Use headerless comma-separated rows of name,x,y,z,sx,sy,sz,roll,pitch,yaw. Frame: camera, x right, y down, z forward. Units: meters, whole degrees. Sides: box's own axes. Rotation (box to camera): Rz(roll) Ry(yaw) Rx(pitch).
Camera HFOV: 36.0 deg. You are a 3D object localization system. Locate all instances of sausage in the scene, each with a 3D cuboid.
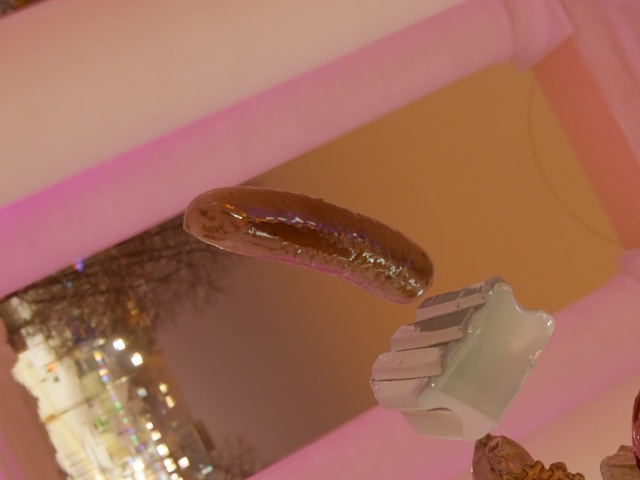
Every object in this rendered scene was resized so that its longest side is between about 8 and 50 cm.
sausage,0.001,-0.002,1.706,0.136,0.501,0.123,-57,-146,23

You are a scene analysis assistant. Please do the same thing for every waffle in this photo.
waffle,0.317,0.416,1.487,0.046,0.192,0.160,55,26,-54

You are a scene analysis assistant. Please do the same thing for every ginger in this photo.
ginger,0.354,0.457,1.759,0.270,0.123,0.218,-122,-171,-73

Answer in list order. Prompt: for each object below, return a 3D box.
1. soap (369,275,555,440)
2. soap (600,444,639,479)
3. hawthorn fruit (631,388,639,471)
soap,0.184,0.181,1.449,0.115,0.208,0.347,37,-15,-5
soap,0.571,0.481,1.548,0.199,0.091,0.315,-10,-84,50
hawthorn fruit,0.431,0.195,0.954,0.265,0.265,0.307,60,-33,17
